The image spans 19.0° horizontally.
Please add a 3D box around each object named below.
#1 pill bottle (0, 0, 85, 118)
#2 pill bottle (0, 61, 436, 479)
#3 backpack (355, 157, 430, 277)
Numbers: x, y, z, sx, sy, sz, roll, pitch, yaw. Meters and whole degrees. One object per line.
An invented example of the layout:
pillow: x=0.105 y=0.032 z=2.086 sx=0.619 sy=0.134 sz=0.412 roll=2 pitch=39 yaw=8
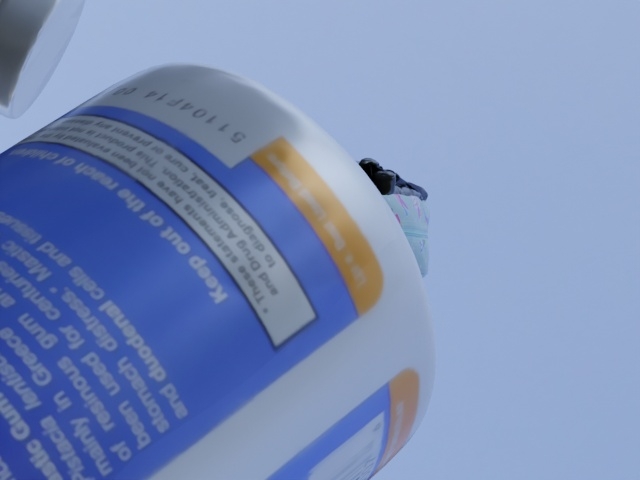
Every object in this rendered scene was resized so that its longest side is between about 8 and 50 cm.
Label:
pill bottle: x=-0.276 y=-0.174 z=1.187 sx=0.246 sy=0.136 sz=0.136 roll=27 pitch=-70 yaw=1
pill bottle: x=-0.105 y=0.071 z=0.551 sx=0.152 sy=0.272 sz=0.152 roll=30 pitch=-41 yaw=31
backpack: x=0.000 y=0.000 z=1.291 sx=0.152 sy=0.182 sz=0.115 roll=8 pitch=-90 yaw=26
